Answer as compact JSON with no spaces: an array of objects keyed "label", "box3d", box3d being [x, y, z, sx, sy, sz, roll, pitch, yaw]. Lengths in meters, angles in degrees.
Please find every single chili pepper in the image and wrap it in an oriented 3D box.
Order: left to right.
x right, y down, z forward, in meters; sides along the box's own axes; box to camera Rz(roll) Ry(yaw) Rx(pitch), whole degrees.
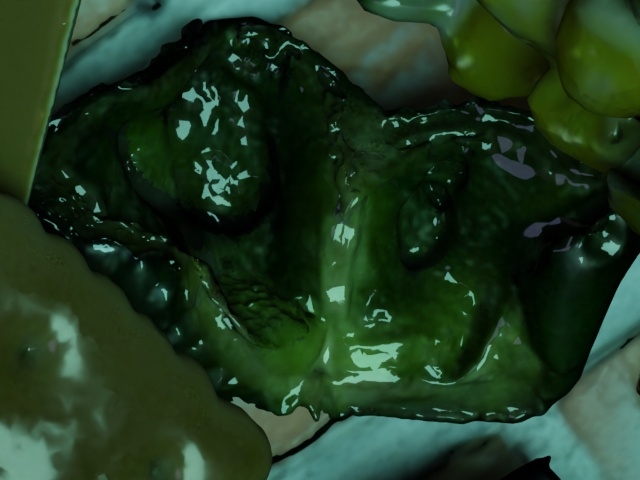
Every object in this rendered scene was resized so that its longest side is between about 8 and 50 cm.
[{"label":"chili pepper","box3d":[-0.005,-0.004,0.786,0.264,0.116,0.148,5,121,-15]}]

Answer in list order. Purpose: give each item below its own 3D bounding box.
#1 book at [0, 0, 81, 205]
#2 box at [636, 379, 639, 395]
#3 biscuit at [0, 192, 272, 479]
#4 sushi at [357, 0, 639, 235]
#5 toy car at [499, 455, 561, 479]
[{"label":"book","box3d":[-0.234,-0.048,0.688,0.269,0.032,0.389,16,114,-2]},{"label":"box","box3d":[0.187,0.042,0.888,0.051,0.023,0.082,6,109,-17]},{"label":"biscuit","box3d":[-0.182,0.132,0.640,0.217,0.044,0.325,45,77,-20]},{"label":"sushi","box3d":[0.152,-0.152,0.664,0.328,0.328,0.285,40,133,14]},{"label":"toy car","box3d":[0.086,0.238,0.849,0.188,0.190,0.255,-27,116,-4]}]
